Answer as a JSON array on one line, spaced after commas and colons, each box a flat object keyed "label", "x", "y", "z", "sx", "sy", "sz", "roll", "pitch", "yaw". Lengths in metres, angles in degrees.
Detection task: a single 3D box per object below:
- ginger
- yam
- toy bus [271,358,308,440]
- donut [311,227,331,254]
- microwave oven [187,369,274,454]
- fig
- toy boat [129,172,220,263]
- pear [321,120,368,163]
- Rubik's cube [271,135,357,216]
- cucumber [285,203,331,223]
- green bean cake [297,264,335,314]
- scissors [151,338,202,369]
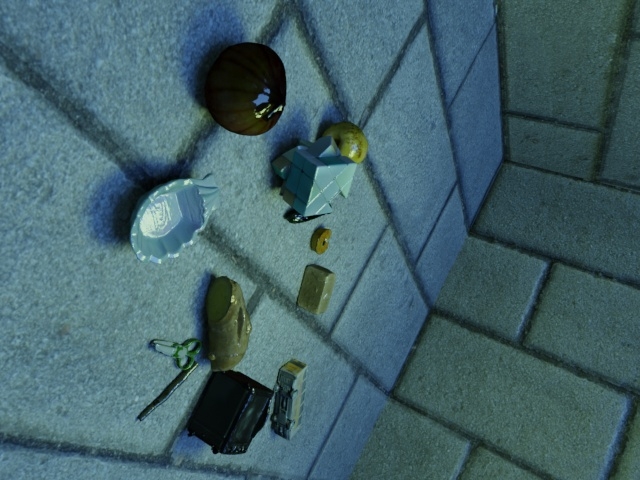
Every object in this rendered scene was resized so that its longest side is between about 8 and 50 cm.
[{"label": "ginger", "x": -0.289, "y": 0.262, "z": 1.623, "sx": 0.189, "sy": 0.126, "sz": 0.354, "roll": -32, "pitch": 136, "yaw": -40}, {"label": "yam", "x": -0.460, "y": 0.458, "z": 1.572, "sx": 0.234, "sy": 0.029, "sz": 0.027, "roll": -45, "pitch": 116, "yaw": -34}, {"label": "toy bus", "x": -0.130, "y": 0.677, "z": 2.194, "sx": 0.138, "sy": 0.097, "sz": 0.343, "roll": -34, "pitch": 135, "yaw": -55}, {"label": "donut", "x": 0.000, "y": 0.000, "z": 2.017, "sx": 0.097, "sy": 0.043, "sz": 0.108, "roll": -5, "pitch": 114, "yaw": -58}, {"label": "microwave oven", "x": -0.298, "y": 0.581, "z": 1.752, "sx": 0.248, "sy": 0.188, "sz": 0.178, "roll": -63, "pitch": 150, "yaw": -9}, {"label": "fig", "x": -0.178, "y": -0.382, "z": 1.324, "sx": 0.235, "sy": 0.214, "sz": 0.235, "roll": -5, "pitch": 90, "yaw": -69}, {"label": "toy boat", "x": -0.377, "y": -0.068, "z": 1.290, "sx": 0.290, "sy": 0.100, "sz": 0.200, "roll": -39, "pitch": 140, "yaw": -40}, {"label": "pear", "x": 0.088, "y": -0.334, "z": 1.822, "sx": 0.178, "sy": 0.178, "sz": 0.178, "roll": -37, "pitch": 138, "yaw": -43}, {"label": "Rubik's cube", "x": -0.033, "y": -0.220, "z": 1.668, "sx": 0.224, "sy": 0.213, "sz": 0.265, "roll": -9, "pitch": 128, "yaw": -41}, {"label": "cucumber", "x": -0.036, "y": -0.101, "z": 1.868, "sx": 0.245, "sy": 0.067, "sz": 0.067, "roll": -25, "pitch": 129, "yaw": -53}, {"label": "green bean cake", "x": -0.016, "y": 0.195, "z": 2.051, "sx": 0.085, "sy": 0.109, "sz": 0.179, "roll": -4, "pitch": 111, "yaw": -58}, {"label": "scissors", "x": -0.429, "y": 0.325, "z": 1.531, "sx": 0.101, "sy": 0.027, "sz": 0.204, "roll": -64, "pitch": 152, "yaw": -11}]
